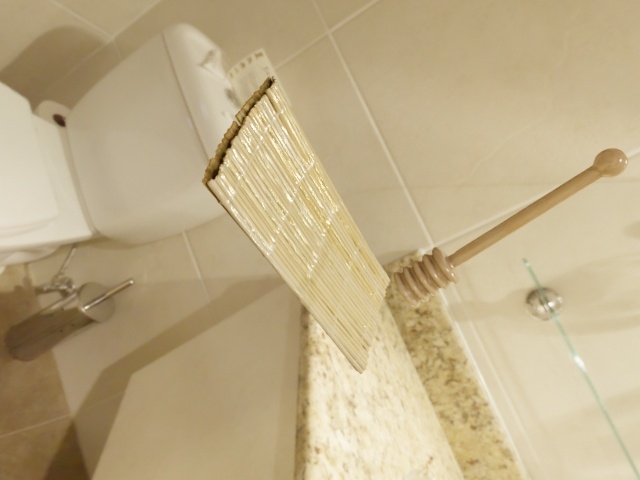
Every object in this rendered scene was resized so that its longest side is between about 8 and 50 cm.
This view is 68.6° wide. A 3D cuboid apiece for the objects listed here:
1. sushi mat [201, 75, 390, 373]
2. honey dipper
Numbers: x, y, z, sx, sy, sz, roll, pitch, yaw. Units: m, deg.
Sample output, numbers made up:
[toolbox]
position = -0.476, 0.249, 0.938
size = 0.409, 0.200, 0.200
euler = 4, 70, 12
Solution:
[sushi mat]
position = 0.000, 0.000, 0.487
size = 0.316, 0.019, 0.151
euler = 57, 41, -40
[honey dipper]
position = 0.121, -0.008, 0.308
size = 0.030, 0.161, 0.030
euler = 45, 23, -24
